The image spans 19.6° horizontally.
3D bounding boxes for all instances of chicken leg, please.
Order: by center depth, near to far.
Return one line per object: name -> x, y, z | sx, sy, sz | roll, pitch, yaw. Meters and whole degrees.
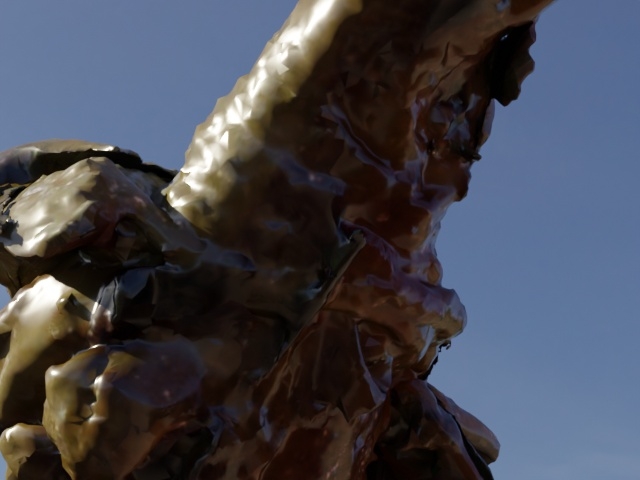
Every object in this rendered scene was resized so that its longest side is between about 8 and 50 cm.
chicken leg -> -0.007, 0.000, 0.367 | 0.125, 0.196, 0.080 | -2, 27, -24
